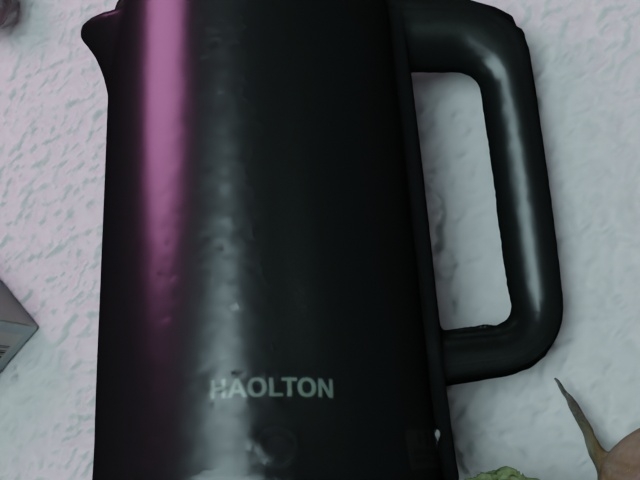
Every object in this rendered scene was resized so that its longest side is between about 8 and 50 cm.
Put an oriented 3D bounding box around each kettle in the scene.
[{"bbox_3d":[-0.009,-0.002,0.817,0.262,0.203,0.307,-8,75,26],"label":"kettle"}]

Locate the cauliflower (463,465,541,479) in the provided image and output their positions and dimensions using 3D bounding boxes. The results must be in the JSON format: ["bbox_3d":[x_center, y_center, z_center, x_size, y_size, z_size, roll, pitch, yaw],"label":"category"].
[{"bbox_3d":[0.109,0.274,0.704,0.250,0.272,0.275,18,93,-12],"label":"cauliflower"}]

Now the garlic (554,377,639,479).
[{"bbox_3d":[0.222,0.136,0.759,0.198,0.090,0.128,-6,64,30],"label":"garlic"}]

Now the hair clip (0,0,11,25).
[{"bbox_3d":[-0.288,-0.276,1.060,0.146,0.075,0.256,-14,83,25],"label":"hair clip"}]

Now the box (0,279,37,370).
[{"bbox_3d":[-0.343,0.097,1.025,0.243,0.067,0.155,-47,65,11],"label":"box"}]
